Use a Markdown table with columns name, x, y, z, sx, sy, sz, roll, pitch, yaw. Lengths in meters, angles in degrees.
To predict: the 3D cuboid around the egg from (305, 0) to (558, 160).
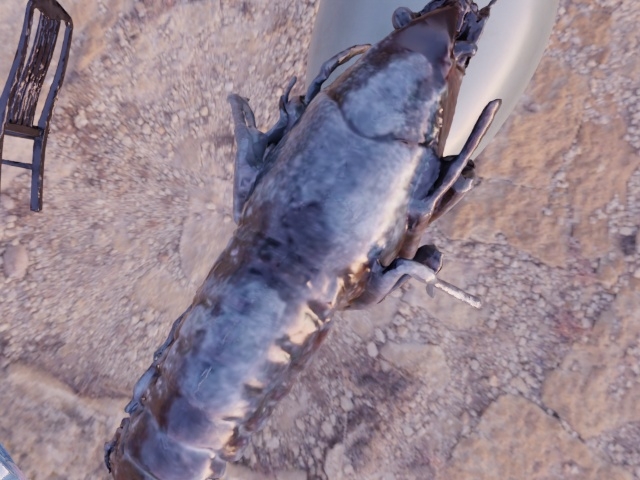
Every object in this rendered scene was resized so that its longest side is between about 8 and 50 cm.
| name | x | y | z | sx | sy | sz | roll | pitch | yaw |
| --- | --- | --- | --- | --- | --- | --- | --- | --- | --- |
| egg | 0.106 | -0.207 | 0.802 | 0.230 | 0.230 | 0.370 | 24 | 89 | -7 |

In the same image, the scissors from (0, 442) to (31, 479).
| name | x | y | z | sx | sy | sz | roll | pitch | yaw |
| --- | --- | --- | --- | --- | --- | --- | --- | --- | --- |
| scissors | -0.340 | 0.304 | 0.932 | 0.030 | 0.125 | 0.256 | -39 | 106 | -20 |

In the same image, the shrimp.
| name | x | y | z | sx | sy | sz | roll | pitch | yaw |
| --- | --- | --- | --- | --- | --- | --- | --- | --- | --- |
| shrimp | 0.002 | -0.004 | 0.518 | 0.221 | 0.166 | 0.410 | 33 | 71 | 7 |

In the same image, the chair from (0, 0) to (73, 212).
| name | x | y | z | sx | sy | sz | roll | pitch | yaw |
| --- | --- | --- | --- | --- | --- | --- | --- | --- | --- |
| chair | -0.324 | -0.141 | 0.794 | 0.102 | 0.084 | 0.212 | 9 | 91 | 15 |
